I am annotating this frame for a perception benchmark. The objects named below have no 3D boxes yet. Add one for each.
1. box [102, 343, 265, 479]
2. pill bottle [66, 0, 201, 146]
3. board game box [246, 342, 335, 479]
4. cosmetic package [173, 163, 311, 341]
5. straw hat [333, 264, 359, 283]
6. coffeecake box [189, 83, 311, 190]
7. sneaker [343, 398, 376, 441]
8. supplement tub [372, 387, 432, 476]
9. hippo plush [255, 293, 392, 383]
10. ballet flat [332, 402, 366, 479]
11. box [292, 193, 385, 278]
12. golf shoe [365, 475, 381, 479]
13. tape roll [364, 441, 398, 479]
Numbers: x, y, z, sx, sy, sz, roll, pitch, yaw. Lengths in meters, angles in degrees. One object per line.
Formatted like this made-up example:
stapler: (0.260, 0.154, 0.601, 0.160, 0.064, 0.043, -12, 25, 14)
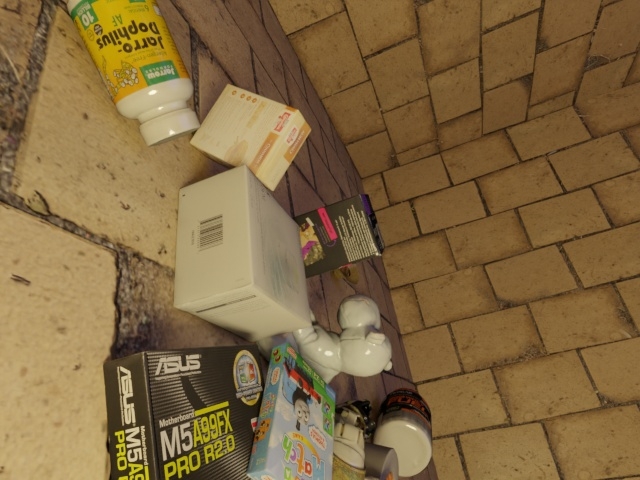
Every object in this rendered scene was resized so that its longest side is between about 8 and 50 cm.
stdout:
box: (-0.147, 0.252, 0.529, 0.270, 0.060, 0.216, 35, 40, -67)
pill bottle: (-0.260, -0.251, 0.596, 0.117, 0.117, 0.208, -67, 137, -69)
board game box: (-0.034, 0.295, 0.645, 0.160, 0.039, 0.211, 53, 24, -27)
cosmetic package: (-0.127, 0.033, 0.718, 0.224, 0.138, 0.224, 52, 24, -57)
straw hat: (0.082, 0.115, 1.558, 0.144, 0.061, 0.144, 41, 32, -33)
coffeecake box: (-0.135, -0.199, 0.776, 0.185, 0.142, 0.068, 29, -6, 27)
sneaker: (0.096, 0.495, 1.073, 0.234, 0.097, 0.084, -65, 135, -70)
supplement tub: (0.294, 0.654, 1.434, 0.316, 0.193, 0.193, -10, 83, -76)
hippo plush: (0.018, 0.209, 0.841, 0.234, 0.236, 0.294, 58, 20, -45)
ballet flat: (0.045, 0.416, 0.833, 0.348, 0.123, 0.123, 55, 19, -82)
box: (0.000, 0.000, 0.957, 0.165, 0.270, 0.143, -24, 96, -76)
golf shoe: (0.083, 0.529, 0.848, 0.086, 0.186, 0.067, -21, 122, -78)
tape roll: (0.127, 0.606, 0.967, 0.219, 0.072, 0.219, 1, 90, -65)
